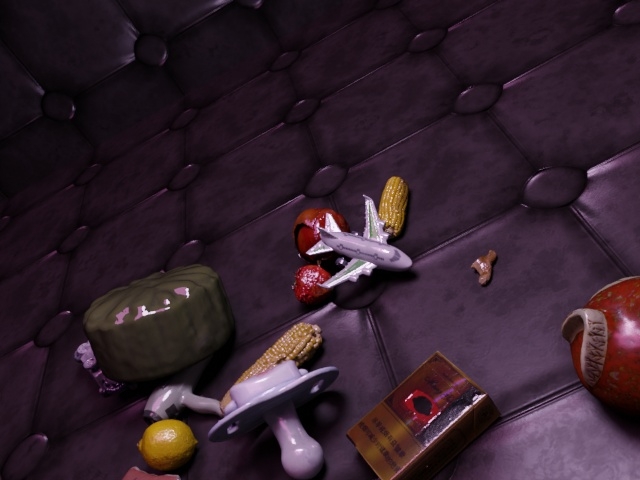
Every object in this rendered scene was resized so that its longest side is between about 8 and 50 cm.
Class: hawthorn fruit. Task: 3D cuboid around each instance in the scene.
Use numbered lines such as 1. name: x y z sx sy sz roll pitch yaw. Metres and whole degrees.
1. hawthorn fruit: 0.000 0.000 1.720 0.148 0.148 0.172 -12 57 28

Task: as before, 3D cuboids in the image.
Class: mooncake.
1. mooncake: -0.400 0.190 1.680 0.356 0.194 0.356 -14 16 4

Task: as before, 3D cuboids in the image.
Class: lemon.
1. lemon: -0.335 0.446 1.480 0.133 0.109 0.109 -5 38 -1

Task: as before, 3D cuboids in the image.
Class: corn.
1. corn: 0.185 -0.086 1.730 0.072 0.072 0.203 -13 39 27
2. corn: -0.104 0.284 1.490 0.288 0.087 0.086 -42 36 -20

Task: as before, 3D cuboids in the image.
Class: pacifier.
1. pacifier: -0.073 0.366 1.335 0.287 0.238 0.226 -18 62 -23

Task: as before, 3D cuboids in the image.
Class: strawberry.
1. strawberry: -0.015 0.111 1.639 0.106 0.106 0.106 -21 37 17

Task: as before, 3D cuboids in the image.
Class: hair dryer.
1. hair dryer: -0.265 0.341 1.602 0.267 0.092 0.229 -5 37 15

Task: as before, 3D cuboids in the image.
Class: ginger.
1. ginger: 0.349 0.053 1.466 0.048 0.030 0.097 -3 44 34

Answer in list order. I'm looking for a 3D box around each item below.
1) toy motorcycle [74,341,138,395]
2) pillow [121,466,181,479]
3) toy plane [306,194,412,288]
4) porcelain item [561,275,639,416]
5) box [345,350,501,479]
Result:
1. toy motorcycle: -0.553 0.312 1.825 0.171 0.110 0.260 -38 39 -26
2. pillow: -0.386 0.559 1.416 0.179 0.075 0.171 -4 49 38
3. toy plane: 0.102 0.023 1.597 0.255 0.101 0.251 20 72 23
4. porcelain item: 0.510 0.142 1.065 0.252 0.253 0.253 -21 37 17
5. box: 0.183 0.334 1.238 0.240 0.071 0.159 -40 34 -7
